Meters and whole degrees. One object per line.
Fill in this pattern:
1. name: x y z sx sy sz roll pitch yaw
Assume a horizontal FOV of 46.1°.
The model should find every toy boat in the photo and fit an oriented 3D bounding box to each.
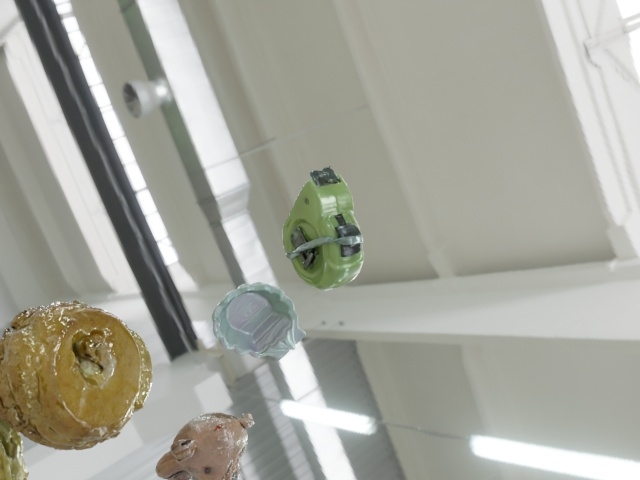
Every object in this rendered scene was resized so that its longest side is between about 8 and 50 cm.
1. toy boat: -0.160 0.191 1.870 0.290 0.199 0.100 46 3 -41

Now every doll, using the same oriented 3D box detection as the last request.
1. doll: -0.251 0.498 1.660 0.156 0.201 0.303 56 -36 25

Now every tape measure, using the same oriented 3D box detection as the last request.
1. tape measure: 0.000 0.000 1.333 0.175 0.106 0.200 61 -38 22

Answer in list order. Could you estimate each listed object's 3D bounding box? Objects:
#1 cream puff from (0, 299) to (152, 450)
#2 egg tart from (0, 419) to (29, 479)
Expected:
1. cream puff: -0.548 0.292 1.639 0.231 0.343 0.327 -19 -93 31
2. egg tart: -0.836 0.472 1.701 0.388 0.169 0.387 10 -70 29
